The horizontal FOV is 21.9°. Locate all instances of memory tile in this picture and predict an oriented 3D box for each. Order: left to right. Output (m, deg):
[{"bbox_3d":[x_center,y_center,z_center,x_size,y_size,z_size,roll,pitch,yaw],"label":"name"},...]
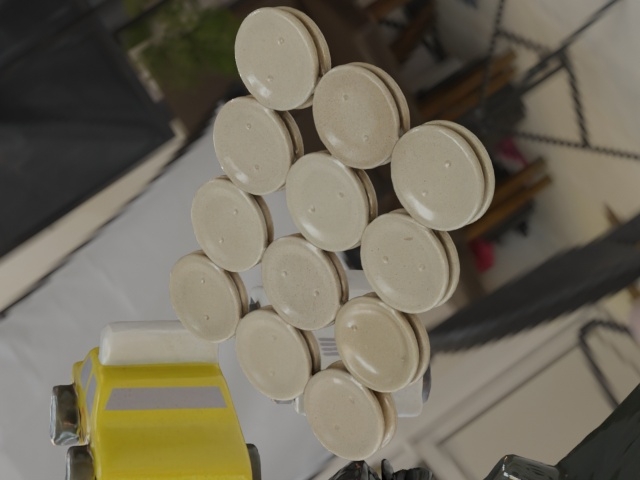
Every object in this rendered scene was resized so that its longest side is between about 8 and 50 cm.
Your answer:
[{"bbox_3d":[0.000,0.000,0.592,0.113,0.012,0.148,37,128,23],"label":"memory tile"}]

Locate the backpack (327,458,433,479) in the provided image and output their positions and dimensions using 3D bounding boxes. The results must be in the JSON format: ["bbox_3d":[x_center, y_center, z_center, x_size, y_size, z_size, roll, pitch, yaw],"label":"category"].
[{"bbox_3d":[0.037,0.225,0.900,0.182,0.115,0.152,47,136,-1],"label":"backpack"}]

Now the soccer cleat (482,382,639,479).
[{"bbox_3d":[0.136,0.048,0.395,0.121,0.289,0.093,32,-159,-17],"label":"soccer cleat"}]

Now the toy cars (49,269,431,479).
[{"bbox_3d":[-0.040,0.068,0.990,0.176,0.393,0.087,12,106,26],"label":"toy cars"}]
